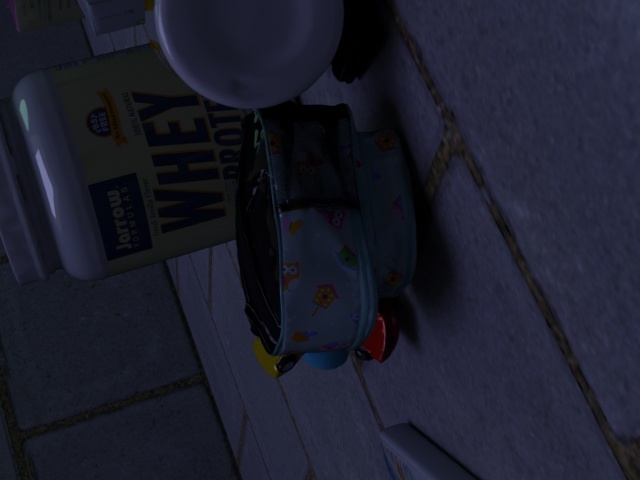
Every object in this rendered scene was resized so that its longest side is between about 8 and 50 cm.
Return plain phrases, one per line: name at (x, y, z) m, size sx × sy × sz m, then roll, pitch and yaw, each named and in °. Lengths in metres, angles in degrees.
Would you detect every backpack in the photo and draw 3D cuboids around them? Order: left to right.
backpack at (0.000, 0.000, 0.815) m, size 0.166 × 0.144 × 0.188 m, roll 122°, pitch 150°, yaw -70°

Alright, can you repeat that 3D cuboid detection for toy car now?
toy car at (-0.014, 0.016, 0.989) m, size 0.239 × 0.053 × 0.225 m, roll -20°, pitch 86°, yaw 55°

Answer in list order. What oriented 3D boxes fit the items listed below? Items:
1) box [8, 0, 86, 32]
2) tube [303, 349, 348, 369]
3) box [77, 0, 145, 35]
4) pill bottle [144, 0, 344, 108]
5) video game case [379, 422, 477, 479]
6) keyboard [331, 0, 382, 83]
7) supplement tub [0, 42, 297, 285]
box at (-0.302, -0.379, 1.335) m, size 0.213 × 0.243 × 0.117 m, roll 179°, pitch 75°, yaw -76°
tube at (0.011, 0.046, 1.056) m, size 0.080 × 0.052 × 0.207 m, roll 43°, pitch 143°, yaw 38°
box at (-0.157, -0.273, 1.027) m, size 0.145 × 0.186 × 0.038 m, roll -125°, pitch 23°, yaw -49°
pill bottle at (-0.073, -0.185, 0.820) m, size 0.246 × 0.136 × 0.136 m, roll -134°, pitch 30°, yaw -72°
video game case at (0.152, 0.346, 0.874) m, size 0.329 × 0.036 × 0.300 m, roll -156°, pitch 50°, yaw -72°
keyboard at (-0.012, -0.294, 0.777) m, size 0.201 × 0.033 × 0.317 m, roll 130°, pitch 121°, yaw -81°
supplement tub at (-0.197, -0.091, 1.102) m, size 0.235 × 0.325 × 0.235 m, roll 163°, pitch 90°, yaw -76°
